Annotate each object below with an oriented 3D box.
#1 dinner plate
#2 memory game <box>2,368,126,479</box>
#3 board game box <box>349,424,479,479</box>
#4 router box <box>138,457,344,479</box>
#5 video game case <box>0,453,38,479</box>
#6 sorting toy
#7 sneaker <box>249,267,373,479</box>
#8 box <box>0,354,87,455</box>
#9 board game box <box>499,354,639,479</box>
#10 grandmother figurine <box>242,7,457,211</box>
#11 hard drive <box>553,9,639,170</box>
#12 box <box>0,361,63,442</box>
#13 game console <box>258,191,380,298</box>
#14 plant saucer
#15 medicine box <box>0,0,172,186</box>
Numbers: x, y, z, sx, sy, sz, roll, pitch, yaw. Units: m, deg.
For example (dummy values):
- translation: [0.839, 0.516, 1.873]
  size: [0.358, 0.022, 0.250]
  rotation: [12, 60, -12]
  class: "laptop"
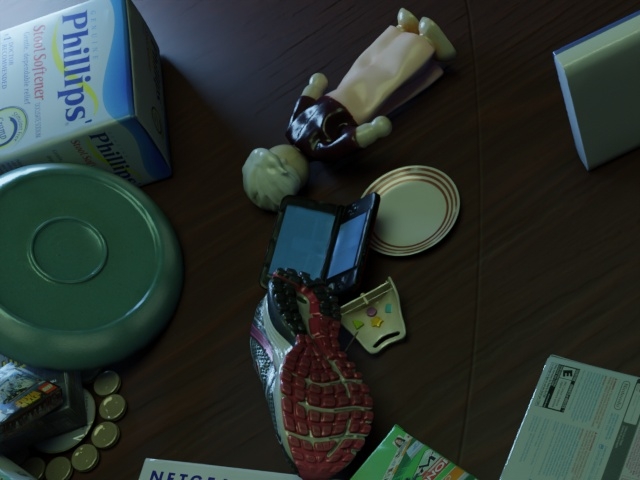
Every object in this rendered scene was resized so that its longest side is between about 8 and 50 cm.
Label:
- translation: [0.115, -0.037, 1.717]
  size: [0.141, 0.017, 0.141]
  rotation: [-10, 54, 14]
  class: "dinner plate"
- translation: [-0.337, 0.233, 1.711]
  size: [0.186, 0.012, 0.186]
  rotation: [-10, 54, 15]
  class: "memory game"
- translation: [0.058, 0.363, 1.330]
  size: [0.213, 0.046, 0.317]
  rotation: [29, 70, 40]
  class: "board game box"
- translation: [-0.079, 0.408, 1.447]
  size: [0.335, 0.082, 0.301]
  rotation: [2, 58, 22]
  class: "router box"
- translation: [-0.447, 0.379, 1.568]
  size: [0.244, 0.061, 0.269]
  rotation: [24, 87, 34]
  class: "video game case"
- translation: [0.069, 0.100, 1.628]
  size: [0.083, 0.045, 0.075]
  rotation: [-28, 59, 1]
  class: "sorting toy"
- translation: [-0.019, 0.169, 1.553]
  size: [0.112, 0.121, 0.299]
  rotation: [-60, 24, 32]
  class: "sneaker"
- translation: [-0.431, 0.195, 1.729]
  size: [0.231, 0.056, 0.183]
  rotation: [-21, 52, 7]
  class: "box"
- translation: [0.351, 0.266, 1.370]
  size: [0.303, 0.097, 0.224]
  rotation: [13, 64, 30]
  class: "board game box"
- translation: [0.031, -0.169, 1.795]
  size: [0.342, 0.104, 0.208]
  rotation: [-43, 26, -6]
  class: "grandmother figurine"
- translation: [0.449, -0.222, 1.591]
  size: [0.319, 0.210, 0.040]
  rotation: [-26, 53, 3]
  class: "hard drive"
- translation: [-0.399, 0.205, 1.614]
  size: [0.094, 0.027, 0.137]
  rotation: [20, 34, 31]
  class: "box"
- translation: [0.000, 0.000, 1.684]
  size: [0.124, 0.085, 0.144]
  rotation: [-27, 43, 54]
  class: "game console"
- translation: [-0.334, 0.021, 1.734]
  size: [0.318, 0.043, 0.317]
  rotation: [8, 59, -13]
  class: "plant saucer"
- translation: [-0.382, -0.192, 1.931]
  size: [0.289, 0.149, 0.263]
  rotation: [-18, 53, 10]
  class: "medicine box"
